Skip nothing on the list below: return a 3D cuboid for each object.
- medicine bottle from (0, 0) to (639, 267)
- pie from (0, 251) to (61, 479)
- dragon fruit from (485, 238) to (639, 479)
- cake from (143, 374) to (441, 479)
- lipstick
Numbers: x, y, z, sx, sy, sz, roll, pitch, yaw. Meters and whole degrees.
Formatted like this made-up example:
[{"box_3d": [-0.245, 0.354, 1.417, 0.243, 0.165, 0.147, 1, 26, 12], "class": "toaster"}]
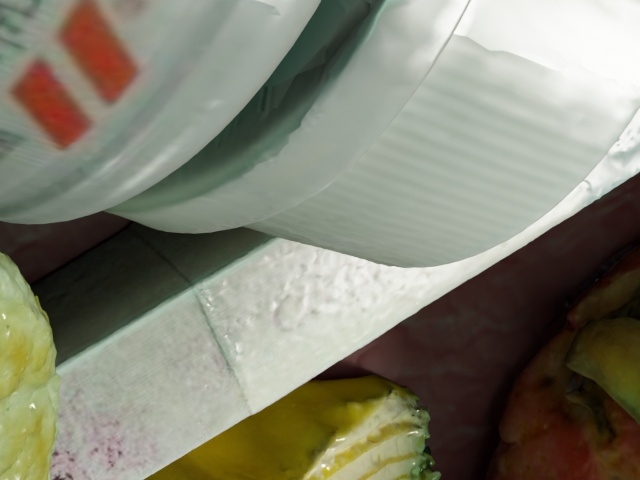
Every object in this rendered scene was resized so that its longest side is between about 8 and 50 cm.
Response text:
[{"box_3d": [-0.065, -0.125, 0.485, 0.306, 0.245, 0.245, 17, 101, -35], "class": "medicine bottle"}, {"box_3d": [-0.171, 0.110, 0.516, 0.257, 0.105, 0.274, -35, 150, -39], "class": "pie"}, {"box_3d": [0.245, 0.134, 0.766, 0.296, 0.263, 0.314, -11, 116, -26], "class": "dragon fruit"}, {"box_3d": [-0.012, 0.103, 0.700, 0.185, 0.116, 0.079, 8, 105, -27], "class": "cake"}, {"box_3d": [0.000, 0.000, 0.685, 0.317, 0.068, 0.066, -31, 123, -15], "class": "lipstick"}]
